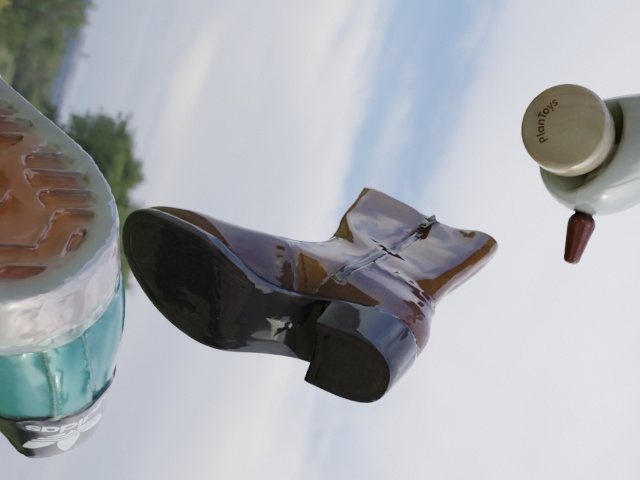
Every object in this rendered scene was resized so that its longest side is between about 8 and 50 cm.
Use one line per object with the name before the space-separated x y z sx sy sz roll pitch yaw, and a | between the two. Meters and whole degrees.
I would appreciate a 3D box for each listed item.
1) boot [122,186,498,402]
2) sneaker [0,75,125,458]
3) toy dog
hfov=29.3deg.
boot | 0.000 0.000 1.064 0.280 0.264 0.096 -46 151 -56
sneaker | -0.174 -0.030 0.525 0.302 0.108 0.121 51 -31 38
toy dog | 0.335 -0.060 1.123 0.333 0.220 0.161 -4 -96 42
